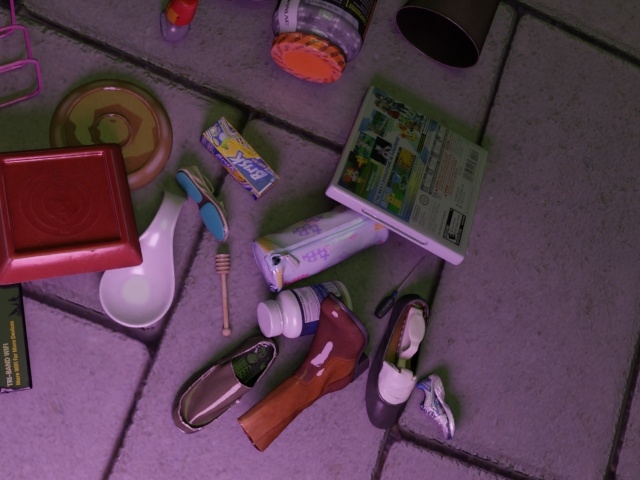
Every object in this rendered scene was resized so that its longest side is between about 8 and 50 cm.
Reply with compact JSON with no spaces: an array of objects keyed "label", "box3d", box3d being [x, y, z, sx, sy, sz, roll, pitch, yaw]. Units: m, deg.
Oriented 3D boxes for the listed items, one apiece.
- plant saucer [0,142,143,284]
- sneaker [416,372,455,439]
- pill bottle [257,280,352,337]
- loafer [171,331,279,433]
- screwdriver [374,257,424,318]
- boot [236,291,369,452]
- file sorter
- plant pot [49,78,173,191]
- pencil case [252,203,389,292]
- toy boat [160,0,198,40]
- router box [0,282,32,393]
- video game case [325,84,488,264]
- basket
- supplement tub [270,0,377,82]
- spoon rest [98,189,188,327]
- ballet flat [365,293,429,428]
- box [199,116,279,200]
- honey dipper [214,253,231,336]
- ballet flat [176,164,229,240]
[{"label":"plant saucer","box3d":[-0.468,-0.064,1.515,0.259,0.047,0.258,-8,70,-20]},{"label":"sneaker","box3d":[0.230,0.341,1.700,0.058,0.052,0.135,-16,77,-7]},{"label":"pill bottle","box3d":[-0.032,0.137,1.627,0.169,0.094,0.094,-10,83,-25]},{"label":"loafer","box3d":[-0.177,0.262,1.581,0.251,0.087,0.094,-44,93,-18]},{"label":"screwdriver","box3d":[0.164,0.094,1.740,0.025,0.024,0.170,27,65,21]},{"label":"boot","box3d":[-0.045,0.244,1.552,0.280,0.264,0.096,-35,61,-18]},{"label":"file sorter","box3d":[-0.643,-0.392,1.520,0.182,0.202,0.290,-24,87,-19]},{"label":"plant pot","box3d":[-0.406,-0.208,1.637,0.236,0.032,0.236,2,80,-14]},{"label":"pencil case","box3d":[0.000,0.000,1.657,0.273,0.124,0.113,-24,74,-18]},{"label":"toy boat","box3d":[-0.226,-0.548,1.701,0.267,0.148,0.318,34,66,-12]},{"label":"router box","box3d":[-0.653,0.130,1.484,0.243,0.081,0.308,-8,82,-16]},{"label":"video game case","box3d":[0.187,-0.140,1.709,0.300,0.036,0.329,28,49,-8]},{"label":"basket","box3d":[0.301,-0.519,1.820,0.204,0.154,0.227,31,70,2]},{"label":"supplement tub","box3d":[0.018,-0.497,1.715,0.194,0.193,0.316,21,75,-10]},{"label":"spoon rest","box3d":[-0.323,0.029,1.589,0.137,0.084,0.276,21,75,-10]},{"label":"ballet flat","box3d":[0.155,0.236,1.669,0.095,0.096,0.280,17,77,-12]},{"label":"box","box3d":[-0.162,-0.162,1.680,0.059,0.054,0.169,-44,93,-17]},{"label":"honey dipper","box3d":[-0.189,0.107,1.640,0.031,0.030,0.160,-1,84,-15]},{"label":"ballet flat","box3d":[-0.219,-0.079,1.653,0.052,0.057,0.168,-34,92,-46]}]
